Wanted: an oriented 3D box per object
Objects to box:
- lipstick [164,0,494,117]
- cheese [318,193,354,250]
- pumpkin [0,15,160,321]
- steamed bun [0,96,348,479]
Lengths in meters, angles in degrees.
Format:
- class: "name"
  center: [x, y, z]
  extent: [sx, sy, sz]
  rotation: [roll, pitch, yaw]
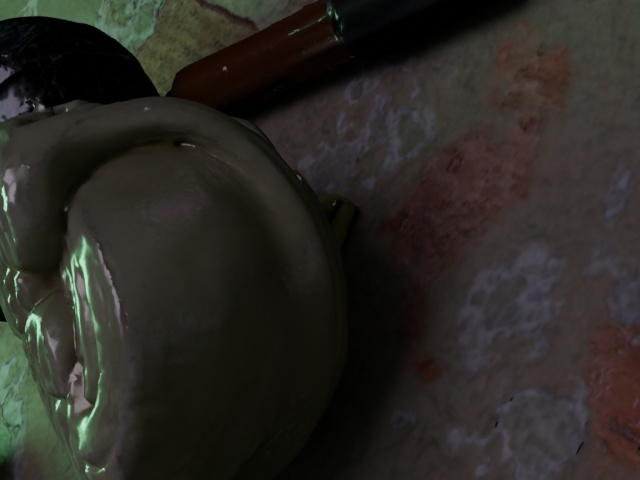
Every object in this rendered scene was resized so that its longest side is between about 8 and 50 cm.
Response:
- class: "lipstick"
  center: [0.000, -0.182, 1.080]
  extent: [0.418, 0.077, 0.077]
  rotation: [-18, 56, 43]
- class: "cheese"
  center: [0.000, 0.000, 1.012]
  extent: [0.044, 0.030, 0.083]
  rotation: [16, 86, 61]
- class: "pumpkin"
  center: [-0.277, -0.072, 1.206]
  extent: [0.315, 0.238, 0.315]
  rotation: [-4, 84, 46]
- class: "steamed bun"
  center: [-0.111, 0.039, 0.920]
  extent: [0.367, 0.255, 0.342]
  rotation: [172, 78, -74]
